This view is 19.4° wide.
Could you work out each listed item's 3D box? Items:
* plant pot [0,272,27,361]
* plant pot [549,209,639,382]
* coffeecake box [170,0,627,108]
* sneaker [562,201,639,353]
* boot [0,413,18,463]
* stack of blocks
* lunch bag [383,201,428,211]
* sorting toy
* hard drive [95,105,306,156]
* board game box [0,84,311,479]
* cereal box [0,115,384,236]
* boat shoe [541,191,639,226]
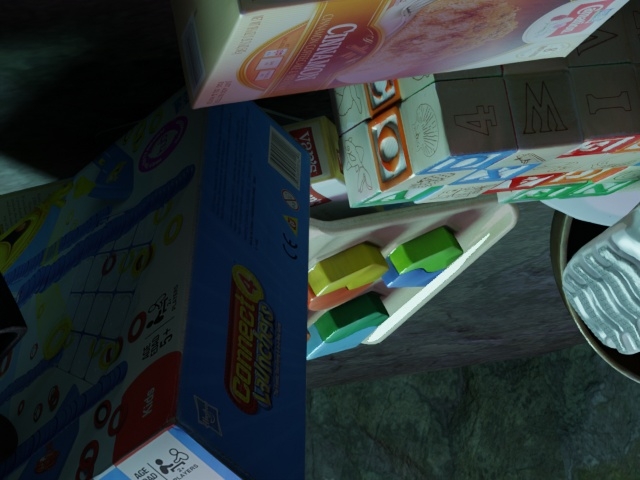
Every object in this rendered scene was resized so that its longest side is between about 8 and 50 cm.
[{"bbox_3d":[-0.271,0.014,0.880,0.188,0.167,0.187,-10,163,-31],"label":"plant pot"},{"bbox_3d":[0.274,0.000,1.540,0.215,0.215,0.230,-10,-173,-6],"label":"plant pot"},{"bbox_3d":[0.037,-0.118,0.811,0.185,0.068,0.142,-9,170,-13],"label":"coffeecake box"},{"bbox_3d":[0.251,-0.025,1.104,0.115,0.105,0.281,-41,-174,-31],"label":"sneaker"},{"bbox_3d":[-0.209,0.114,0.918,0.106,0.037,0.114,-1,156,-19],"label":"boot"},{"bbox_3d":[0.159,-0.083,1.125,0.297,0.087,0.171,-7,170,-25],"label":"stack of blocks"},{"bbox_3d":[0.000,0.000,1.348,0.128,0.096,0.151,-18,-174,-22],"label":"lunch bag"},{"bbox_3d":[0.014,0.036,1.264,0.208,0.038,0.193,-6,152,-43],"label":"sorting toy"},{"bbox_3d":[-0.069,-0.062,1.194,0.094,0.022,0.135,-14,171,22],"label":"hard drive"},{"bbox_3d":[-0.143,0.095,0.998,0.302,0.308,0.086,-36,118,23],"label":"board game box"},{"bbox_3d":[-0.090,-0.020,1.197,0.240,0.047,0.173,-12,172,11],"label":"cereal box"},{"bbox_3d":[0.252,-0.061,1.374,0.258,0.084,0.095,15,135,-16],"label":"boat shoe"}]
